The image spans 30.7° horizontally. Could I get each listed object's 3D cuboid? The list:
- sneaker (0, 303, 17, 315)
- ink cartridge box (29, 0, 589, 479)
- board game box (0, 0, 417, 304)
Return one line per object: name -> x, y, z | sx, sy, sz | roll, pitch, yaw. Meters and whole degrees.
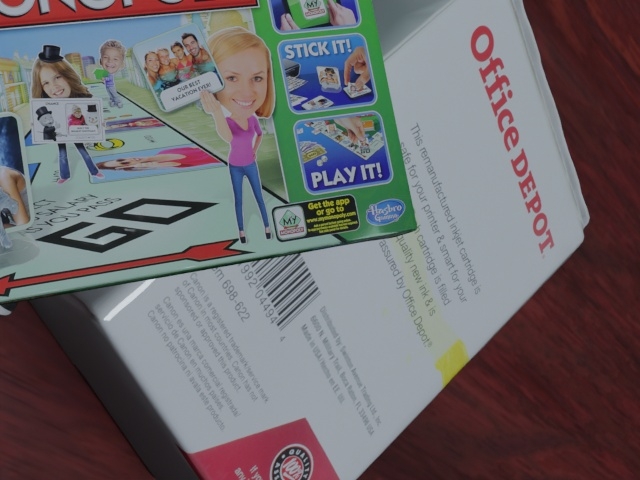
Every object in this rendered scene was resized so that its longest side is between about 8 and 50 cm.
sneaker -> -0.230, 0.009, 0.761 | 0.044, 0.040, 0.109 | -51, 133, -17
ink cartridge box -> 0.000, 0.000, 0.879 | 0.384, 0.160, 0.279 | -42, 129, -21
board game box -> -0.111, -0.083, 0.676 | 0.317, 0.046, 0.213 | -10, 87, -23
